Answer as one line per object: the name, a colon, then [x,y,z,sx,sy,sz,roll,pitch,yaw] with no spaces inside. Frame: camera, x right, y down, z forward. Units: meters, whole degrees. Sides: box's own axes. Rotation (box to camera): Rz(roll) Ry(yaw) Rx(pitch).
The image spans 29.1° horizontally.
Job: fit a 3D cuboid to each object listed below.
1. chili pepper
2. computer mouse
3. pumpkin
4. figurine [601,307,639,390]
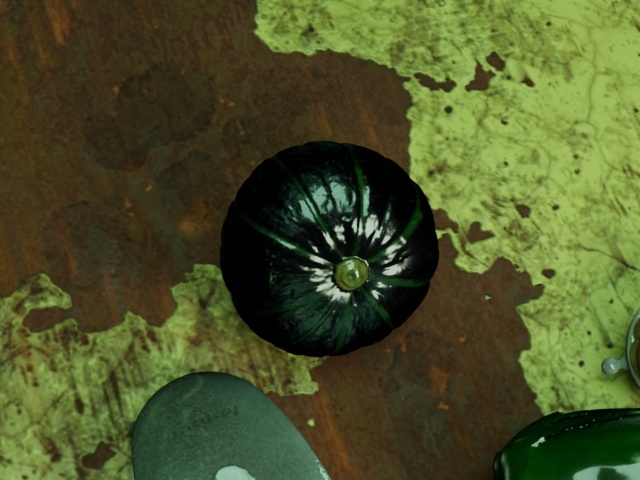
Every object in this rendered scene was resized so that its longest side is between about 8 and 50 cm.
chili pepper: [0.311,0.286,1.283,0.256,0.233,0.249,-2,62,1]
computer mouse: [-0.081,0.305,1.297,0.203,0.114,0.374,-24,71,-16]
pumpkin: [0.000,0.000,1.405,0.248,0.248,0.248,2,66,-4]
figurine: [0.472,0.106,1.436,0.274,0.133,0.194,-34,96,-24]
